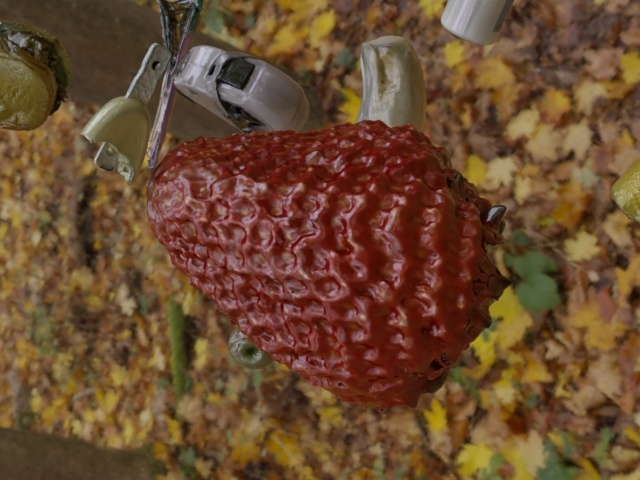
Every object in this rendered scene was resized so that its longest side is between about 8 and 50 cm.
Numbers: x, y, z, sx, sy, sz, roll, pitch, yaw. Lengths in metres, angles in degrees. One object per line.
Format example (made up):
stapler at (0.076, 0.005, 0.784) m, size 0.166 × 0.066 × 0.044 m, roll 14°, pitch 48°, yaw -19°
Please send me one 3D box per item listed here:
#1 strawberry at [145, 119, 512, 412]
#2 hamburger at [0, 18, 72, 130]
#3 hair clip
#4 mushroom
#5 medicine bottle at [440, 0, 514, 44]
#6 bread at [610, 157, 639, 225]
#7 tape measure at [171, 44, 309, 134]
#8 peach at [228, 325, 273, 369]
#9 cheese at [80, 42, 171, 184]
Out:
strawberry at (0.000, 0.000, 1.014) m, size 0.312 × 0.351 × 0.267 m, roll -75°, pitch 3°, yaw -68°
hamburger at (-0.551, -0.297, 1.815) m, size 0.215 × 0.189 × 0.122 m, roll 0°, pitch 48°, yaw 9°
hair clip at (-0.303, -0.318, 2.066) m, size 0.110 × 0.095 × 0.359 m, roll 30°, pitch 117°, yaw 37°
mushroom at (0.070, -0.116, 1.467) m, size 0.095 × 0.122 × 0.351 m, roll -88°, pitch 14°, yaw -67°
medicine bottle at (0.279, -0.427, 1.714) m, size 0.187 × 0.102 × 0.103 m, roll -68°, pitch 28°, yaw 26°
bread at (0.424, -0.051, 1.198) m, size 0.094 × 0.245 × 0.102 m, roll -48°, pitch 62°, yaw 24°
tape measure at (-0.117, -0.248, 1.784) m, size 0.197 × 0.236 × 0.120 m, roll 6°, pitch 67°, yaw 61°
peach at (-0.107, 0.167, 1.663) m, size 0.083 × 0.083 × 0.083 m, roll -34°, pitch 43°, yaw 40°
cheese at (-0.313, -0.218, 1.734) m, size 0.049 × 0.127 × 0.235 m, roll 33°, pitch 95°, yaw 46°
